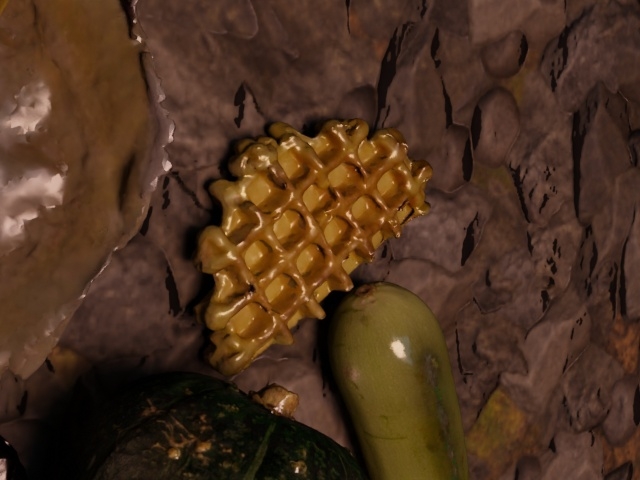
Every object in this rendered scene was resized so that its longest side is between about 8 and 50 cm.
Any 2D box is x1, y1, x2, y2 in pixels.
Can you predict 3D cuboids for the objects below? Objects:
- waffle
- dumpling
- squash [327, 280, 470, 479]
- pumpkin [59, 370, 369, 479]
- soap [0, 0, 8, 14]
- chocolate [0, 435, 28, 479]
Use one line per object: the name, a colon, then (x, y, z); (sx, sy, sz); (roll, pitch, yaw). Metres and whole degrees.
waffle: (0.000, 0.000, 0.694); (0.192, 0.046, 0.161); (-4, 96, -37)
dumpling: (-0.156, -0.060, 0.545); (0.166, 0.086, 0.332); (3, 95, -5)
squash: (0.061, 0.143, 0.742); (0.083, 0.083, 0.250); (-25, 113, -32)
pumpkin: (-0.054, 0.149, 0.581); (0.190, 0.190, 0.146); (19, 104, -37)
soap: (-0.210, -0.094, 0.481); (0.092, 0.037, 0.252); (30, 87, -3)
chocolate: (-0.163, 0.182, 0.592); (0.070, 0.072, 0.147); (-31, 111, 15)
